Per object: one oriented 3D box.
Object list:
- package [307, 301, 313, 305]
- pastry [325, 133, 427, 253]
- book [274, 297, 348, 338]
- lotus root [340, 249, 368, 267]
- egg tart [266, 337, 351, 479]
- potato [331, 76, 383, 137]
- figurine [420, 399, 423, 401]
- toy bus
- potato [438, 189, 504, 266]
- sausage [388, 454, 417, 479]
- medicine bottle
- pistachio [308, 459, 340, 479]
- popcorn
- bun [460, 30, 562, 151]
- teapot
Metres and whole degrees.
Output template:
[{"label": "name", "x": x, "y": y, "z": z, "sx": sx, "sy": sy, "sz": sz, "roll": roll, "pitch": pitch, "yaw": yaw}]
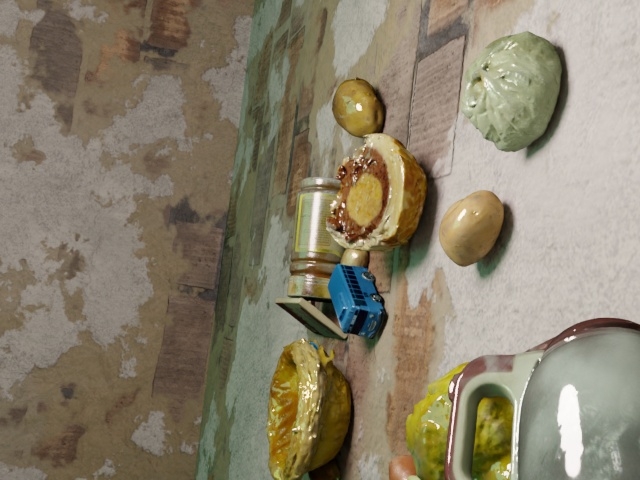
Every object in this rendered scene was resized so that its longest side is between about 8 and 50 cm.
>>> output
[{"label": "package", "x": -0.034, "y": 0.179, "z": 2.323, "sx": 0.083, "sy": 0.029, "sz": 0.059, "roll": -87, "pitch": 9, "yaw": -50}, {"label": "pastry", "x": 0.148, "y": -0.096, "z": 1.708, "sx": 0.236, "sy": 0.170, "sz": 0.256, "roll": 0, "pitch": 77, "yaw": 51}, {"label": "book", "x": -0.029, "y": 0.208, "z": 2.108, "sx": 0.022, "sy": 0.162, "sz": 0.232, "roll": -55, "pitch": 13, "yaw": -15}, {"label": "lotus root", "x": 0.083, "y": 0.058, "z": 1.970, "sx": 0.073, "sy": 0.062, "sz": 0.150, "roll": -117, "pitch": 38, "yaw": -60}, {"label": "egg tart", "x": -0.032, "y": 0.432, "z": 1.964, "sx": 0.388, "sy": 0.168, "sz": 0.388, "roll": -167, "pitch": 90, "yaw": -74}, {"label": "potato", "x": 0.095, "y": -0.343, "z": 2.019, "sx": 0.176, "sy": 0.137, "sz": 0.137, "roll": -109, "pitch": 32, "yaw": -50}, {"label": "figurine", "x": 0.216, "y": 0.366, "z": 1.450, "sx": 0.101, "sy": 0.068, "sz": 0.143, "roll": -101, "pitch": 9, "yaw": -61}, {"label": "toy bus", "x": 0.083, "y": 0.144, "z": 1.867, "sx": 0.185, "sy": 0.106, "sz": 0.090, "roll": -109, "pitch": 35, "yaw": -54}, {"label": "potato", "x": 0.269, "y": -0.025, "z": 1.395, "sx": 0.147, "sy": 0.112, "sz": 0.112, "roll": -60, "pitch": 27, "yaw": 32}, {"label": "sausage", "x": 0.191, "y": 0.568, "z": 1.377, "sx": 0.094, "sy": 0.094, "sz": 0.419, "roll": -28, "pitch": 43, "yaw": 19}, {"label": "medicine bottle", "x": 0.000, "y": 0.000, "z": 2.104, "sx": 0.151, "sy": 0.151, "sz": 0.323, "roll": 161, "pitch": 116, "yaw": -69}, {"label": "pistachio", "x": 0.000, "y": 0.595, "z": 2.003, "sx": 0.173, "sy": 0.049, "sz": 0.090, "roll": -178, "pitch": 96, "yaw": -72}, {"label": "popcorn", "x": 0.253, "y": 0.298, "z": 1.111, "sx": 0.225, "sy": 0.276, "sz": 0.276, "roll": -51, "pitch": 7, "yaw": -24}, {"label": "bun", "x": 0.311, "y": -0.257, "z": 1.338, "sx": 0.212, "sy": 0.126, "sz": 0.204, "roll": -161, "pitch": 82, "yaw": -72}, {"label": "teapot", "x": 0.299, "y": 0.244, "z": 0.905, "sx": 0.233, "sy": 0.314, "sz": 0.312, "roll": 61, "pitch": -155, "yaw": -48}]
